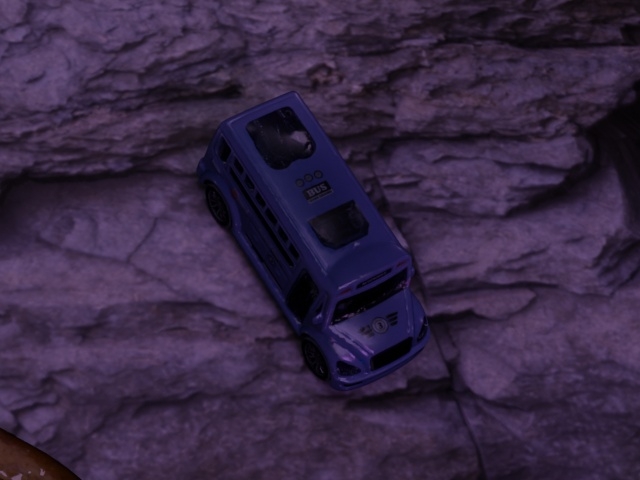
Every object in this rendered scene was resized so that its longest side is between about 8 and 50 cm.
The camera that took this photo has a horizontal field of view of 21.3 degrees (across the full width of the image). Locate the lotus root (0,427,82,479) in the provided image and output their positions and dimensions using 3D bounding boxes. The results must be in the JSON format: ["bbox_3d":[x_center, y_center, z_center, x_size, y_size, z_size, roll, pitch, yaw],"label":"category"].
[{"bbox_3d":[-0.291,0.262,1.499,0.291,0.193,0.193,30,61,3],"label":"lotus root"}]

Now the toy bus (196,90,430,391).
[{"bbox_3d":[0.000,0.000,1.720,0.125,0.133,0.292,-26,72,-24],"label":"toy bus"}]
